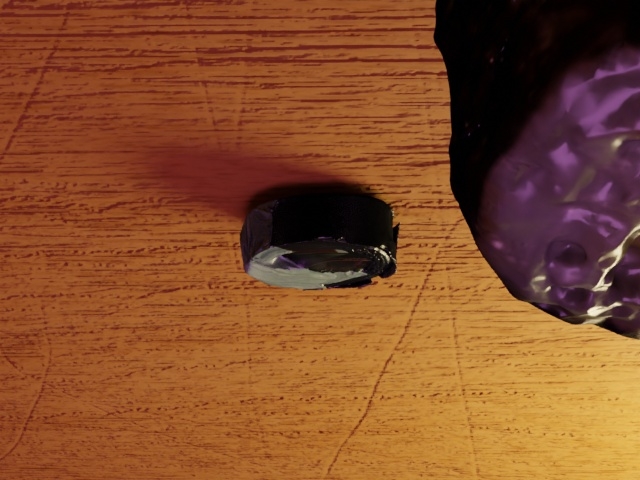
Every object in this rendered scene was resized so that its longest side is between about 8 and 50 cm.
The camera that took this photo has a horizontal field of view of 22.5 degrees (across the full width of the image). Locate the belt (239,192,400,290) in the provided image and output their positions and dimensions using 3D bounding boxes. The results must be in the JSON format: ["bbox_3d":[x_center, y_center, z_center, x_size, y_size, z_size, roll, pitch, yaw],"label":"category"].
[{"bbox_3d":[0.000,0.000,1.392,0.140,0.058,0.105,-1,155,-4],"label":"belt"}]

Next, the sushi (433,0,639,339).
[{"bbox_3d":[0.221,-0.130,0.940,0.281,0.294,0.299,24,141,-27],"label":"sushi"}]
